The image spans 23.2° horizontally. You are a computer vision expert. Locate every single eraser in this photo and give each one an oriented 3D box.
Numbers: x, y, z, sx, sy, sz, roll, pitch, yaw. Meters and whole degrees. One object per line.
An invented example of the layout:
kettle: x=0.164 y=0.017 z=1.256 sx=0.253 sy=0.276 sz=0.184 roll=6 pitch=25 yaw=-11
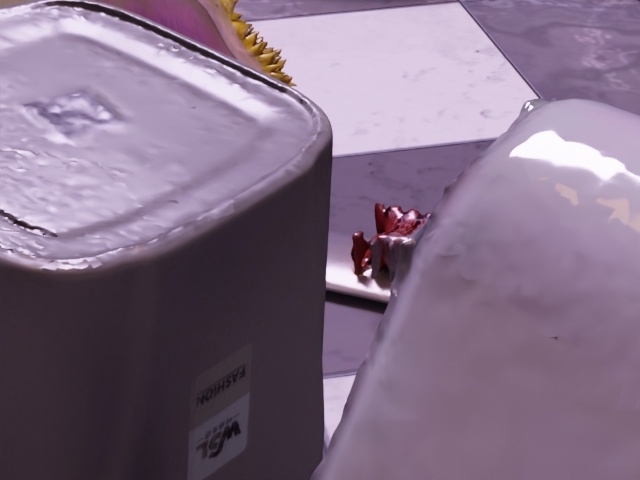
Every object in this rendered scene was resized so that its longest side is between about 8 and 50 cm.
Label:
eraser: x=0.100 y=0.113 z=0.480 sx=0.150 sy=0.331 sz=0.331 roll=25 pitch=39 yaw=35

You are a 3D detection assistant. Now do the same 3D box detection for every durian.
durian: x=-0.127 y=-0.126 z=1.105 sx=0.182 sy=0.165 sz=0.132 roll=-23 pitch=73 yaw=9

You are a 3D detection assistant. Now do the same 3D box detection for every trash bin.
trash bin: x=-0.106 y=0.054 z=0.640 sx=0.219 sy=0.250 sz=0.220 roll=26 pitch=39 yaw=27

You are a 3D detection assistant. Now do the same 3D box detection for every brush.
brush: x=0.000 y=0.000 z=0.929 sx=0.321 sy=0.050 sz=0.060 roll=11 pitch=36 yaw=19

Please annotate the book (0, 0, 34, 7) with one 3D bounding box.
book: x=-0.264 y=-0.169 z=1.083 sx=0.231 sy=0.026 sz=0.161 roll=-12 pitch=53 yaw=30
